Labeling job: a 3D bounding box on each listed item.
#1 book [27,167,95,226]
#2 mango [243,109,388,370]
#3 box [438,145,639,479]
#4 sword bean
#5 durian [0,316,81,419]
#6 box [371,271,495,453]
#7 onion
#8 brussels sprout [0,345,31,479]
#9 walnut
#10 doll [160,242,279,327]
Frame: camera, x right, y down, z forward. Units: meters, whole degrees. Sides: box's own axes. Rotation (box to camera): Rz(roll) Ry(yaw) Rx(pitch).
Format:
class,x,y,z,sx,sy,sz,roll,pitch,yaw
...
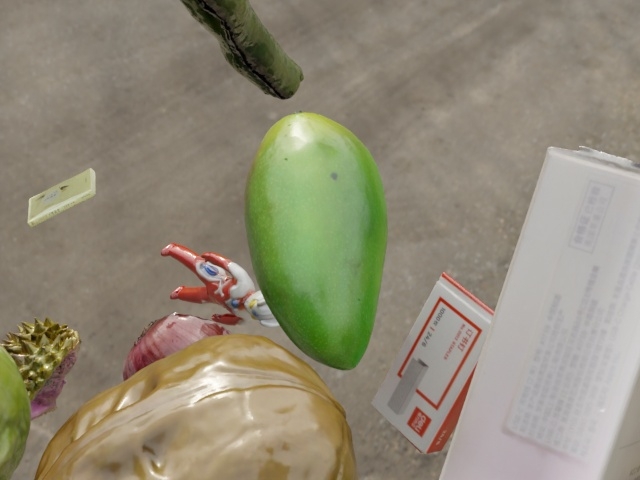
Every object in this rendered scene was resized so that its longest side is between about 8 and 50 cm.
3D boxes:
class,x,y,z,sx,sy,sz,roll,pitch,yaw
book,-0.393,-0.067,1.535,0.111,0.014,0.077,-26,32,3
mango,0.000,0.000,1.430,0.201,0.225,0.382,-12,66,7
box,0.184,0.079,0.675,0.106,0.252,0.203,19,5,27
sword bean,-0.059,-0.142,0.583,0.043,0.269,0.038,-9,75,10
durian,-0.544,0.259,1.879,0.153,0.261,0.186,21,29,-13
box,0.169,0.172,1.421,0.050,0.229,0.123,5,28,-49
onion,-0.184,0.247,1.647,0.283,0.227,0.120,28,45,-12
brussels sprout,-0.594,0.261,1.545,0.328,0.247,0.328,32,40,-32
walnut,-0.143,0.292,1.119,0.397,0.308,0.354,-34,27,-3
doll,-0.218,0.119,2.373,0.383,0.188,0.099,13,35,36
